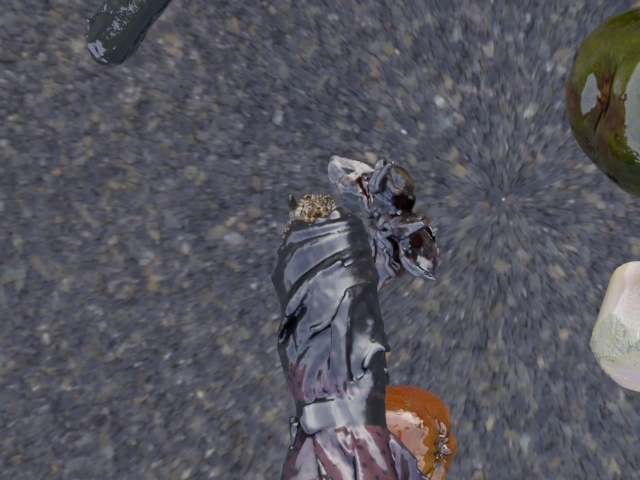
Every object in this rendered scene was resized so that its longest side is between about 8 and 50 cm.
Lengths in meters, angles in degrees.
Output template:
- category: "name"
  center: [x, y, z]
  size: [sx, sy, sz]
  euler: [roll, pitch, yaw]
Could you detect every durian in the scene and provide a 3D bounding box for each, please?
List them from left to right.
- category: "durian"
  center: [0.002, -0.002, 1.235]
  size: [0.071, 0.140, 0.110]
  euler: [15, 64, 19]

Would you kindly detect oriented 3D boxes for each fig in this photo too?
- category: "fig"
  center: [0.246, -0.072, 0.785]
  size: [0.185, 0.133, 0.126]
  euler: [28, 80, -19]

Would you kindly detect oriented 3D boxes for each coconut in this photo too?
- category: "coconut"
  center: [0.414, 0.098, 1.503]
  size: [0.147, 0.147, 0.152]
  euler: [24, 63, 7]

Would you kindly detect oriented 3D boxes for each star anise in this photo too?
- category: "star anise"
  center: [0.104, -0.029, 1.845]
  size: [0.129, 0.283, 0.212]
  euler: [-18, 106, -13]

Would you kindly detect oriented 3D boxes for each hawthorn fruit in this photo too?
- category: "hawthorn fruit"
  center: [0.098, 0.290, 1.743]
  size: [0.189, 0.189, 0.189]
  euler: [0, 92, 8]

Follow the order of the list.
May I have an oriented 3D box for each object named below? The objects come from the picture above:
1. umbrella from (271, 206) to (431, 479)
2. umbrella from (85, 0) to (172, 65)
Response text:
- category: "umbrella"
  center: [0.013, 0.140, 0.816]
  size: [0.090, 0.094, 0.326]
  euler: [-16, 69, 32]
- category: "umbrella"
  center: [-0.117, -0.156, 0.794]
  size: [0.133, 0.031, 0.036]
  euler: [-38, 79, 47]
